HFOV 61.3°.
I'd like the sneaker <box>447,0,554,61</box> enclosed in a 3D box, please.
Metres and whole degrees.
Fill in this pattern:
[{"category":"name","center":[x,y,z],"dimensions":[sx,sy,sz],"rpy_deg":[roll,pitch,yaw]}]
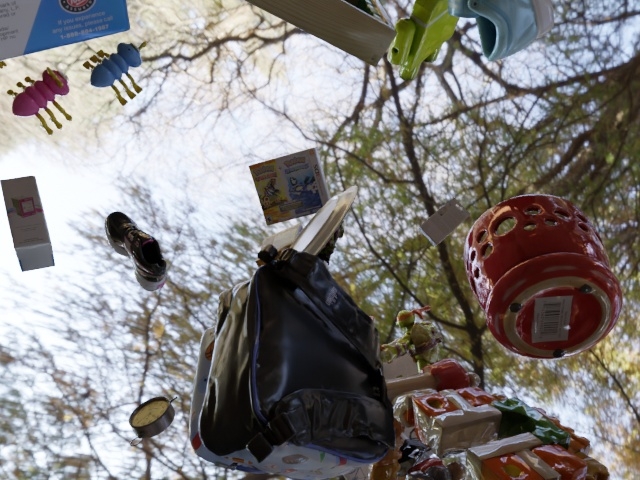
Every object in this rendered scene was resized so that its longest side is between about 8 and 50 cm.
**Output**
[{"category":"sneaker","center":[0.275,-0.459,0.916],"dimensions":[0.150,0.366,0.135],"rpy_deg":[-38,-146,7]}]

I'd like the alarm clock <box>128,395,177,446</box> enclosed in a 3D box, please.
[{"category":"alarm clock","center":[-0.509,0.542,1.609],"dimensions":[0.129,0.064,0.192],"rpy_deg":[-11,-160,18]}]

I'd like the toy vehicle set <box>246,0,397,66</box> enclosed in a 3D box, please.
[{"category":"toy vehicle set","center":[-0.030,-0.272,0.526],"dimensions":[0.035,0.166,0.266],"rpy_deg":[-55,-152,32]}]

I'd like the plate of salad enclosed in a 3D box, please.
[{"category":"plate of salad","center":[0.000,0.000,0.833],"dimensions":[0.200,0.048,0.200],"rpy_deg":[-49,-170,12]}]

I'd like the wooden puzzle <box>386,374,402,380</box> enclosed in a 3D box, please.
[{"category":"wooden puzzle","center":[0.147,0.360,1.285],"dimensions":[0.116,0.078,0.014],"rpy_deg":[-28,-132,-5]}]

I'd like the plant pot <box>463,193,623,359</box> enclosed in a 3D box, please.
[{"category":"plant pot","center":[0.308,0.055,0.750],"dimensions":[0.191,0.191,0.174],"rpy_deg":[-25,-153,17]}]

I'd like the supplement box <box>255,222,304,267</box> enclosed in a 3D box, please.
[{"category":"supplement box","center":[-0.081,0.082,1.611],"dimensions":[0.129,0.191,0.194],"rpy_deg":[-23,-163,11]}]

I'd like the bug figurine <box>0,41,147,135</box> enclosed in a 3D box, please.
[{"category":"bug figurine","center":[-0.404,-0.288,0.778],"dimensions":[0.216,0.279,0.072],"rpy_deg":[-51,-169,-15]}]

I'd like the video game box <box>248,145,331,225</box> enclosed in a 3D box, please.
[{"category":"video game box","center":[-0.084,-0.157,1.568],"dimensions":[0.205,0.048,0.187],"rpy_deg":[-14,-81,10]}]

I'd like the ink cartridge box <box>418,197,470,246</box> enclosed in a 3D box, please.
[{"category":"ink cartridge box","center":[0.304,-0.045,1.328],"dimensions":[0.115,0.029,0.063],"rpy_deg":[-40,-102,-6]}]

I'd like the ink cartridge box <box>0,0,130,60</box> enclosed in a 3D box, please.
[{"category":"ink cartridge box","center":[-0.202,-0.209,0.291],"dimensions":[0.148,0.203,0.086],"rpy_deg":[-26,-123,-28]}]

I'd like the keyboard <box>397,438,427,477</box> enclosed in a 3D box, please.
[{"category":"keyboard","center":[0.141,0.460,1.043],"dimensions":[0.180,0.108,0.023],"rpy_deg":[-57,-139,7]}]

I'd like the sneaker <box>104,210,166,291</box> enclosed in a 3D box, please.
[{"category":"sneaker","center":[-0.348,0.006,1.047],"dimensions":[0.178,0.072,0.077],"rpy_deg":[48,-46,10]}]

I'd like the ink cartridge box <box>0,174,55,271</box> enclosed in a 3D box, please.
[{"category":"ink cartridge box","center":[-0.451,-0.026,0.835],"dimensions":[0.052,0.088,0.122],"rpy_deg":[-12,-113,-27]}]

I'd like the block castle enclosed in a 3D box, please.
[{"category":"block castle","center":[0.263,0.394,0.794],"dimensions":[0.453,0.213,0.302],"rpy_deg":[-147,-124,-60]}]

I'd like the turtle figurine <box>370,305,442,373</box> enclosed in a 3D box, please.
[{"category":"turtle figurine","center":[0.212,0.223,1.092],"dimensions":[0.087,0.270,0.217],"rpy_deg":[-32,-102,30]}]

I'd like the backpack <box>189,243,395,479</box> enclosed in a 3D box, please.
[{"category":"backpack","center":[-0.030,0.193,0.713],"dimensions":[0.213,0.263,0.276],"rpy_deg":[-34,-142,35]}]

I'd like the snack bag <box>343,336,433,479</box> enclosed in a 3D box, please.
[{"category":"snack bag","center":[0.156,0.411,1.313],"dimensions":[0.343,0.037,0.323],"rpy_deg":[-24,-136,-17]}]

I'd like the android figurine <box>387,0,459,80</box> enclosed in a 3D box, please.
[{"category":"android figurine","center":[0.233,-0.458,1.102],"dimensions":[0.056,0.273,0.248],"rpy_deg":[40,-114,14]}]
